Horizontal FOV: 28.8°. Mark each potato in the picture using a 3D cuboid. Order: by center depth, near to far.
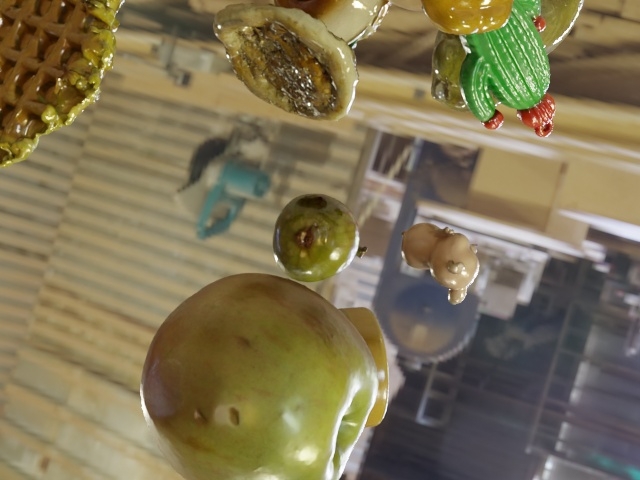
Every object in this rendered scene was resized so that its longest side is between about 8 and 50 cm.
[{"bbox_3d":[0.293,-0.360,1.996,0.202,0.351,0.218,34,172,15],"label":"potato"}]

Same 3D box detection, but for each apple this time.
[{"bbox_3d":[-0.076,0.212,1.764,0.305,0.338,0.338,19,180,32],"label":"apple"}]

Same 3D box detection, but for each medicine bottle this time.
[{"bbox_3d":[-0.007,0.256,2.436,0.232,0.238,0.238,-4,-176,-13],"label":"medicine bottle"}]

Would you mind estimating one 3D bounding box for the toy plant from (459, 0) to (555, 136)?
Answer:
[{"bbox_3d":[0.251,-0.234,1.689,0.154,0.240,0.088,-25,-151,-30],"label":"toy plant"}]

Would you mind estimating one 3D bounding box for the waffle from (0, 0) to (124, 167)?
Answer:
[{"bbox_3d":[-0.371,-0.236,1.567,0.302,0.325,0.068,-27,143,24],"label":"waffle"}]

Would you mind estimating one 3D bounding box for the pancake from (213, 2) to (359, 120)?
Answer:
[{"bbox_3d":[-0.053,-0.289,2.006,0.282,0.049,0.282,27,157,12],"label":"pancake"}]

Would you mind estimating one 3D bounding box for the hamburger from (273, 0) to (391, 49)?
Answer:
[{"bbox_3d":[0.021,-0.422,2.030,0.237,0.237,0.147,16,-174,40],"label":"hamburger"}]

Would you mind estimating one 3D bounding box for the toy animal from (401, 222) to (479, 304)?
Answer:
[{"bbox_3d":[0.165,0.023,1.741,0.083,0.089,0.150,33,-179,-42],"label":"toy animal"}]

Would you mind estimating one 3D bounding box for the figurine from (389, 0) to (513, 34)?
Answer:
[{"bbox_3d":[0.118,-0.459,1.499,0.401,0.268,0.387,52,-177,-39],"label":"figurine"}]

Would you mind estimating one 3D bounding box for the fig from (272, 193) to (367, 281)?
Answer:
[{"bbox_3d":[0.000,-0.013,2.022,0.148,0.142,0.186,3,-161,5],"label":"fig"}]
